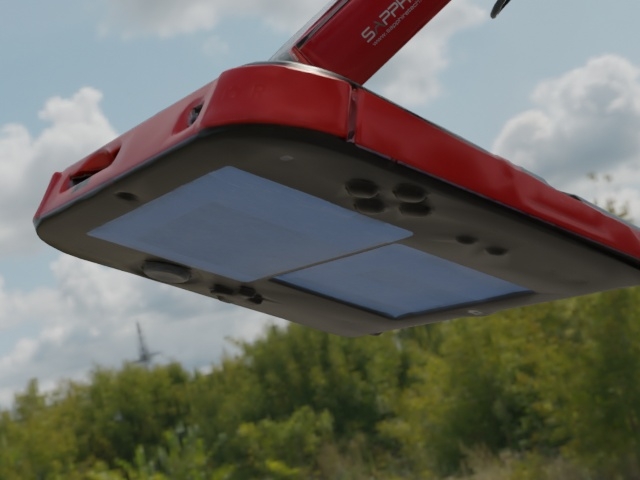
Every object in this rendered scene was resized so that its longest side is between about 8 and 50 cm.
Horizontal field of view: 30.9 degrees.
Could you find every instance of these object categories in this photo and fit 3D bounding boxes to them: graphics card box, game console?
[{"bbox_3d":[0.039,-0.258,1.434,0.233,0.094,0.371,-45,10,-9],"label":"graphics card box"},{"bbox_3d":[0.000,0.000,0.853,0.342,0.060,0.386,24,-22,-28],"label":"game console"}]

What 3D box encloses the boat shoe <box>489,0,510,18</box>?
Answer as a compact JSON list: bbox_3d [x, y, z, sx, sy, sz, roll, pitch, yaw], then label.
[{"bbox_3d":[0.164,-0.266,0.888,0.187,0.156,0.500,-52,23,-21],"label":"boat shoe"}]
